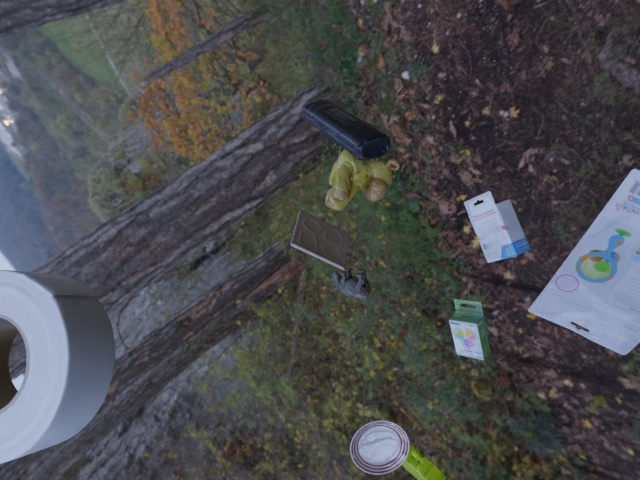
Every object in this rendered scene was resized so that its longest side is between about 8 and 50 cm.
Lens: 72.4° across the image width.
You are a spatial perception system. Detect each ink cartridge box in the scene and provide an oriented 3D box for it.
[{"bbox_3d":[0.539,0.323,1.590,0.109,0.062,0.209,2,114,46],"label":"ink cartridge box"},{"bbox_3d":[0.473,-0.041,1.179,0.104,0.062,0.181,-29,80,62],"label":"ink cartridge box"}]

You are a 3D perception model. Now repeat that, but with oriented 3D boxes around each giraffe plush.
[{"bbox_3d":[0.120,-0.172,1.217,0.171,0.210,0.181,13,-177,-8],"label":"giraffe plush"}]

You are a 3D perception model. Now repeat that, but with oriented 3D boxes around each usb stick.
[{"bbox_3d":[0.043,-0.225,0.868,0.278,0.077,0.045,-129,23,-51],"label":"usb stick"}]

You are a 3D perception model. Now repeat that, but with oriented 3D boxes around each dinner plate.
[{"bbox_3d":[0.140,0.487,1.036,0.141,0.141,0.017,50,-175,-9],"label":"dinner plate"}]

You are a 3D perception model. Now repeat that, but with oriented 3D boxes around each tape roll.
[{"bbox_3d":[-0.475,0.188,0.687,0.286,0.286,0.100,37,-179,17],"label":"tape roll"}]

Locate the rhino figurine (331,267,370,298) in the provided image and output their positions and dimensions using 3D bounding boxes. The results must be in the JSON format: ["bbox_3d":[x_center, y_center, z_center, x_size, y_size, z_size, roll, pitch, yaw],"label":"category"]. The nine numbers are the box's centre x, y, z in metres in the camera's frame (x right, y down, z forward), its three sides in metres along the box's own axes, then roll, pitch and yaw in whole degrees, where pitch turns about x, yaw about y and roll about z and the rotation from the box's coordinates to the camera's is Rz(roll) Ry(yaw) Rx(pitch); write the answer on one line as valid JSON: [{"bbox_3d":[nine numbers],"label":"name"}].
[{"bbox_3d":[0.106,0.163,1.670,0.243,0.073,0.106,2,105,59],"label":"rhino figurine"}]

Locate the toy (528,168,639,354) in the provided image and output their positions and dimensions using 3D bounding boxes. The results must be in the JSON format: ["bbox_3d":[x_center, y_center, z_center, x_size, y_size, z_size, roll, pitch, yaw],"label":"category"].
[{"bbox_3d":[0.391,0.029,0.557,0.137,0.056,0.237,26,132,13],"label":"toy"}]

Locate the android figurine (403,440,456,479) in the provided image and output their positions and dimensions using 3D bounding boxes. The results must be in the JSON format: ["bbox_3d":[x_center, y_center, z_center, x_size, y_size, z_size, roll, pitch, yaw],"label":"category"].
[{"bbox_3d":[0.275,0.614,1.183,0.248,0.056,0.273,18,148,53],"label":"android figurine"}]

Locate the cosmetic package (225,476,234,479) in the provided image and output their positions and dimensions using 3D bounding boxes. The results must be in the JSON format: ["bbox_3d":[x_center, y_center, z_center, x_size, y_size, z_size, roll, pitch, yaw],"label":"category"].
[{"bbox_3d":[-0.103,0.467,0.543,0.225,0.138,0.224,29,-170,14],"label":"cosmetic package"}]

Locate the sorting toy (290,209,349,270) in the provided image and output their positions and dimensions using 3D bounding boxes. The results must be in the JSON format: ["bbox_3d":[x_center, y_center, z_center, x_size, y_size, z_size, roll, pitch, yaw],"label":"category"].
[{"bbox_3d":[0.000,0.000,1.434,0.193,0.208,0.038,26,125,-12],"label":"sorting toy"}]
